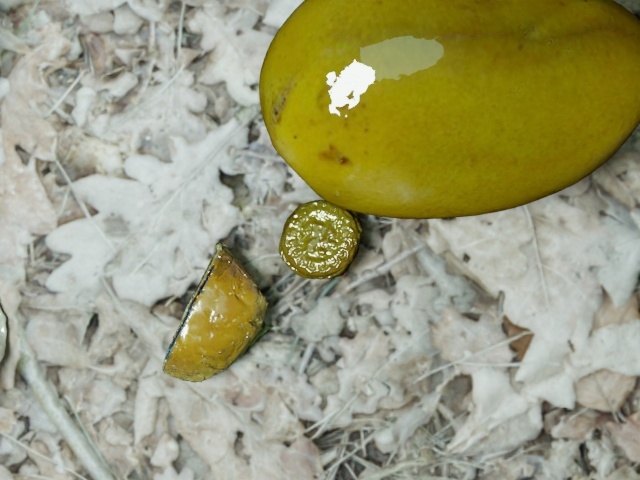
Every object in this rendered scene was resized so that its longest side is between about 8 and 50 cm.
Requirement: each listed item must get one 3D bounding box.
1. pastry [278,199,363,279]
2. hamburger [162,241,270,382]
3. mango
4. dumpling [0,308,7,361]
[{"bbox_3d":[0.000,0.000,1.455,0.109,0.057,0.097,-16,85,4],"label":"pastry"},{"bbox_3d":[-0.118,0.099,1.449,0.102,0.087,0.176,25,88,8],"label":"hamburger"},{"bbox_3d":[0.153,-0.167,1.342,0.445,0.232,0.300,-6,122,4],"label":"mango"},{"bbox_3d":[-0.475,0.091,1.477,0.151,0.124,0.229,-26,75,-33],"label":"dumpling"}]
